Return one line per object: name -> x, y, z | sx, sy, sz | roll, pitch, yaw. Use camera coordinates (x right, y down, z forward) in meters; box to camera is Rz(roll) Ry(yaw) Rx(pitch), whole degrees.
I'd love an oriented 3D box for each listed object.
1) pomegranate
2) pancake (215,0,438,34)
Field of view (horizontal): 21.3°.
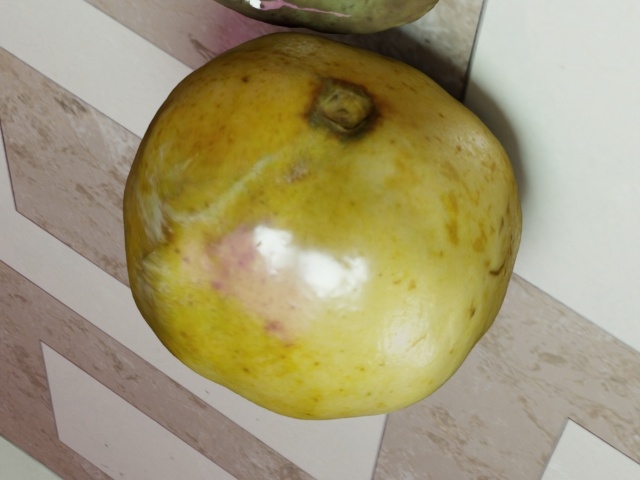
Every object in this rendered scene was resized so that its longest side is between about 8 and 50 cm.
pomegranate -> -0.003, -0.014, 1.209 | 0.307, 0.307, 0.307 | 31, 153, 18
pancake -> -0.020, -0.223, 1.101 | 0.250, 0.031, 0.250 | 14, 142, 11
